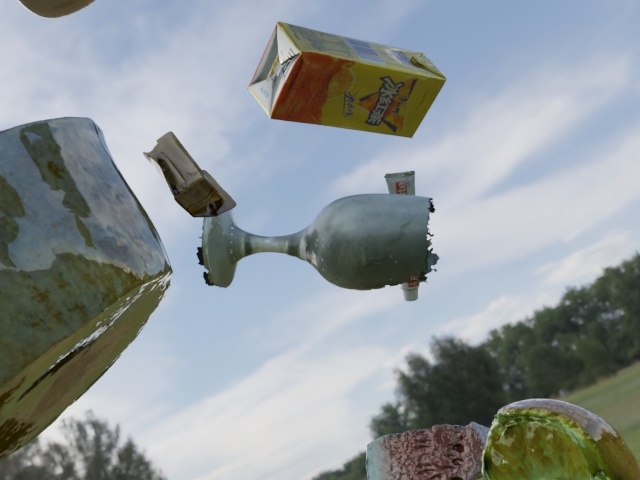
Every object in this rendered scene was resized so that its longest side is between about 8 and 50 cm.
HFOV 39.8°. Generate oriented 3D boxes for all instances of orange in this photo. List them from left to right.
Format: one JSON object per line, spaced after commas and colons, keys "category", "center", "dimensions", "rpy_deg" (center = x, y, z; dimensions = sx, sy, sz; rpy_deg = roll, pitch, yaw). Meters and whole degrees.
{"category": "orange", "center": [0.291, 0.301, 1.031], "dimensions": [0.158, 0.237, 0.179], "rpy_deg": [0, -19, -34]}

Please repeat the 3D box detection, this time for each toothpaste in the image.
{"category": "toothpaste", "center": [0.139, -0.006, 1.455], "dimensions": [0.052, 0.218, 0.033], "rpy_deg": [-8, 14, -4]}

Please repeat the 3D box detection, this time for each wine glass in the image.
{"category": "wine glass", "center": [0.000, 0.000, 1.205], "dimensions": [0.321, 0.143, 0.143], "rpy_deg": [0, -11, 16]}

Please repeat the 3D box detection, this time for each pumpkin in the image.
{"category": "pumpkin", "center": [-0.283, 0.066, 0.804], "dimensions": [0.332, 0.199, 0.332], "rpy_deg": [-38, -3, -2]}

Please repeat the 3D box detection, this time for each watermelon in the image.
{"category": "watermelon", "center": [0.199, 0.370, 1.456], "dimensions": [0.241, 0.154, 0.094], "rpy_deg": [-27, -18, 22]}

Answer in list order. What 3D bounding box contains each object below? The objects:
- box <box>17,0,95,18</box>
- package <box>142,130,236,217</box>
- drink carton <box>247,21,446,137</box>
{"category": "box", "center": [-0.377, -0.400, 1.189], "dimensions": [0.146, 0.200, 0.088], "rpy_deg": [-21, 29, 12]}
{"category": "package", "center": [-0.146, -0.065, 0.989], "dimensions": [0.047, 0.071, 0.131], "rpy_deg": [-41, -16, -2]}
{"category": "drink carton", "center": [0.055, -0.296, 1.672], "dimensions": [0.351, 0.111, 0.155], "rpy_deg": [2, -49, -37]}
